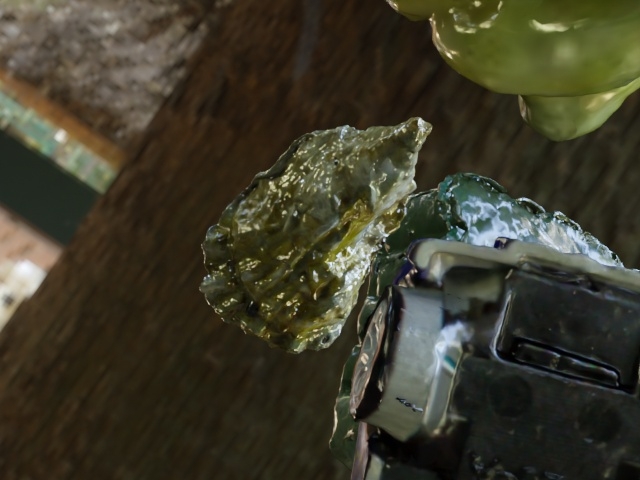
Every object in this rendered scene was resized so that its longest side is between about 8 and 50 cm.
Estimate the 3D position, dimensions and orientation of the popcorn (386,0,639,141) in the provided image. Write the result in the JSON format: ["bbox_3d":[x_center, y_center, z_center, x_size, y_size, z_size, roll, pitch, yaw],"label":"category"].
[{"bbox_3d":[0.144,-0.204,0.663,0.312,0.312,0.312,35,-2,2],"label":"popcorn"}]

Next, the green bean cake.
[{"bbox_3d":[0.144,0.098,1.183,0.241,0.255,0.132,26,-29,-26],"label":"green bean cake"}]

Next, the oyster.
[{"bbox_3d":[0.000,0.000,0.848,0.045,0.146,0.121,-123,-163,-61],"label":"oyster"}]

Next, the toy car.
[{"bbox_3d":[0.086,0.117,0.730,0.172,0.235,0.158,16,2,-5],"label":"toy car"}]
